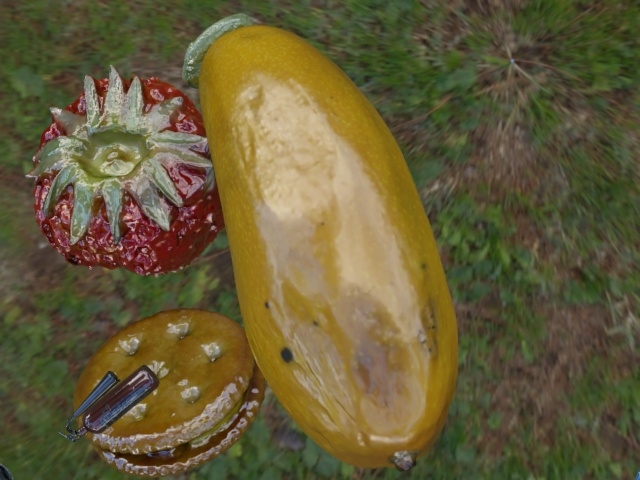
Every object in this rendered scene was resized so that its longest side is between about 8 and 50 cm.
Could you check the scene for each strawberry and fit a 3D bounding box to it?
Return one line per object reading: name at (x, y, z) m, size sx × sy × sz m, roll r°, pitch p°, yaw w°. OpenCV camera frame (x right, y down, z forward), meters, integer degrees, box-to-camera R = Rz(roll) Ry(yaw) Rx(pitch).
strawberry at (-0.247, -0.060, 1.935) m, size 0.292 × 0.343 × 0.292 m, roll -2°, pitch 68°, yaw 6°

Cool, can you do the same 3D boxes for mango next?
mango at (0.001, -0.003, 1.025) m, size 0.144 × 0.187 × 0.359 m, roll -13°, pitch 77°, yaw -24°

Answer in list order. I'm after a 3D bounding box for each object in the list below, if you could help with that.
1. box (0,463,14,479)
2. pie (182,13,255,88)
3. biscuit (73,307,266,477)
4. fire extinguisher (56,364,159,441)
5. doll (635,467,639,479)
box at (-0.370, 0.326, 1.317) m, size 0.243 × 0.135 × 0.163 m, roll -16°, pitch 116°, yaw -27°
pie at (-0.092, -0.171, 1.289) m, size 0.085 × 0.085 × 0.017 m, roll -43°, pitch 62°, yaw 11°
biscuit at (-0.169, 0.166, 1.579) m, size 0.220 × 0.220 × 0.066 m, roll -13°, pitch 129°, yaw 9°
fire extinguisher at (-0.191, 0.144, 1.232) m, size 0.100 × 0.046 × 0.032 m, roll -38°, pitch 73°, yaw 0°
doll at (0.427, 0.253, 1.581) m, size 0.145 × 0.199 × 0.363 m, roll 0°, pitch 140°, yaw 2°
